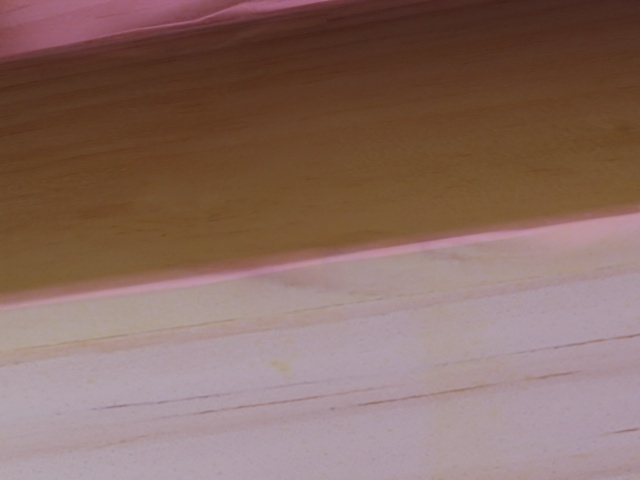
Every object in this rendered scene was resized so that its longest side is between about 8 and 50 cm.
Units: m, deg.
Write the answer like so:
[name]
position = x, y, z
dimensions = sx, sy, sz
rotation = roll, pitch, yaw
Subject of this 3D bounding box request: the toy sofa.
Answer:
[toy sofa]
position = 0.000, 0.000, 0.430
dimensions = 0.362, 0.150, 0.177
rotation = -9, 121, 9
